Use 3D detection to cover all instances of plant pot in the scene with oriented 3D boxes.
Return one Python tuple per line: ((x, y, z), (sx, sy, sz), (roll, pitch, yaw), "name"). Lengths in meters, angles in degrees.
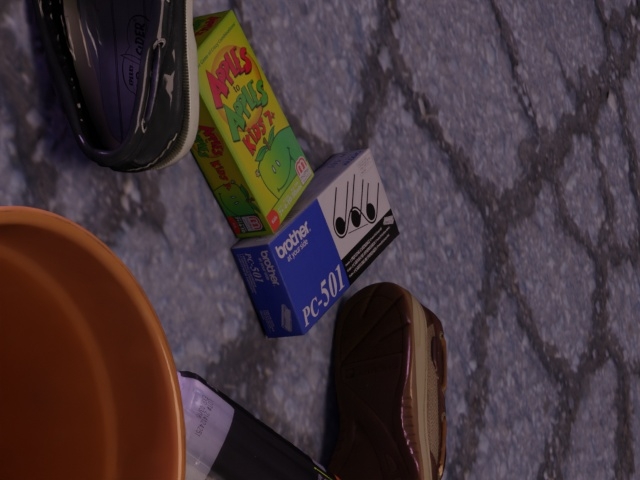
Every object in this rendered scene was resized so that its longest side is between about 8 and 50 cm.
((-0.250, 0.131, 0.990), (0.291, 0.203, 0.291), (11, 77, -55), "plant pot")

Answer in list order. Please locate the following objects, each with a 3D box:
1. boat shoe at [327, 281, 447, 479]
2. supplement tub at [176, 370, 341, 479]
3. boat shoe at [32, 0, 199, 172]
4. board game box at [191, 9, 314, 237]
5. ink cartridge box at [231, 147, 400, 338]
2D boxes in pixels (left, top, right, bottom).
((0.077, 0.216, 1.541), (0.123, 0.123, 0.342), (29, 55, -49), "boat shoe")
((-0.038, 0.258, 1.193), (0.316, 0.193, 0.193), (37, 49, -10), "supplement tub")
((-0.171, -0.216, 1.231), (0.113, 0.127, 0.340), (-27, 117, -66), "boat shoe")
((-0.076, -0.102, 1.426), (0.092, 0.043, 0.181), (-56, 130, -43), "board game box")
((0.000, 0.000, 1.521), (0.207, 0.046, 0.097), (-45, 121, -49), "ink cartridge box")
